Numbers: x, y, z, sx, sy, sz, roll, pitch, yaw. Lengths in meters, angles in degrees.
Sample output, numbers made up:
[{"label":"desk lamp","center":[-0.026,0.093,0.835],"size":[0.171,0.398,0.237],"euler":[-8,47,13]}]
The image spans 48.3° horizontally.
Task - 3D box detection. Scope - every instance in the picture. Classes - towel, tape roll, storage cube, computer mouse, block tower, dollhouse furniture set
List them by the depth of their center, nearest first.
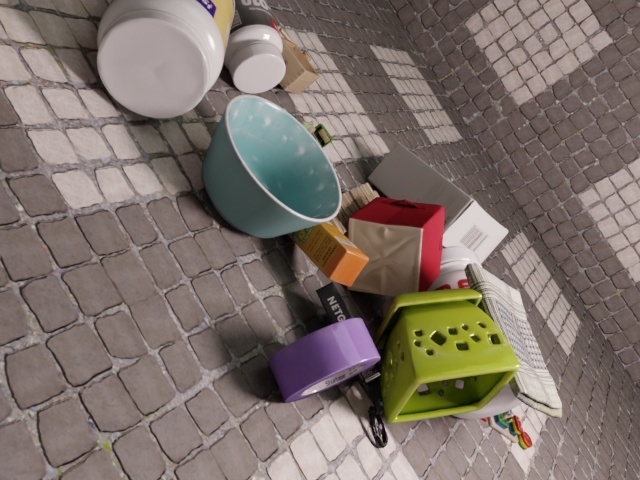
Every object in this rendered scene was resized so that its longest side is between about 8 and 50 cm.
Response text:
[{"label":"tape roll","center":[0.007,0.216,1.282],"size":[0.189,0.189,0.080],"euler":[3,57,-58]},{"label":"computer mouse","center":[0.100,0.317,1.502],"size":[0.071,0.041,0.242],"euler":[41,34,-50]},{"label":"towel","center":[0.443,0.226,1.593],"size":[0.324,0.056,0.312],"euler":[33,35,-52]},{"label":"storage cube","center":[0.181,0.020,1.708],"size":[0.193,0.183,0.215],"euler":[-35,131,-61]},{"label":"block tower","center":[0.058,-0.064,1.788],"size":[0.091,0.097,0.335],"euler":[57,25,2]},{"label":"dollhouse furniture set","center":[-0.027,-0.274,1.896],"size":[0.059,0.076,0.151],"euler":[57,26,5]}]

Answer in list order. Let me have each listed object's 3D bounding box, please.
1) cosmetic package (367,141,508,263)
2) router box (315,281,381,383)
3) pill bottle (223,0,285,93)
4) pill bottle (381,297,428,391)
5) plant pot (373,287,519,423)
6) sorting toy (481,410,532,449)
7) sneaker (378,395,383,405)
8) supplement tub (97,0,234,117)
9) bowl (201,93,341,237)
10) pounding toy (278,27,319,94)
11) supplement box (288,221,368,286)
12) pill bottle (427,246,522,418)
[{"label":"cosmetic package","center":[0.331,-0.105,2.064],"size":[0.217,0.156,0.385],"euler":[33,12,-43]},{"label":"router box","center":[0.058,0.189,1.464],"size":[0.179,0.046,0.133],"euler":[61,-3,34]},{"label":"pill bottle","center":[-0.188,-0.525,1.816],"size":[0.161,0.161,0.283],"euler":[18,45,-50]},{"label":"pill bottle","center":[0.209,0.237,1.669],"size":[0.119,0.119,0.209],"euler":[33,35,-38]},{"label":"plant pot","center":[0.237,0.228,1.465],"size":[0.227,0.228,0.207],"euler":[-5,56,-16]},{"label":"sorting toy","center":[0.503,0.468,1.976],"size":[0.274,0.046,0.132],"euler":[37,32,-32]},{"label":"sneaker","center":[0.165,0.356,1.552],"size":[0.069,0.038,0.098],"euler":[58,27,6]},{"label":"supplement tub","center":[-0.303,-0.417,1.419],"size":[0.241,0.241,0.331],"euler":[39,31,-29]},{"label":"bowl","center":[-0.121,-0.127,1.470],"size":[0.311,0.163,0.312],"euler":[35,33,-27]},{"label":"pounding toy","center":[-0.095,-0.510,2.042],"size":[0.181,0.094,0.206],"euler":[54,17,6]},{"label":"supplement box","center":[0.000,0.000,1.540],"size":[0.080,0.078,0.233],"euler":[21,17,-42]},{"label":"pill bottle","center":[0.376,0.226,1.832],"size":[0.229,0.229,0.408],"euler":[31,36,-40]}]
